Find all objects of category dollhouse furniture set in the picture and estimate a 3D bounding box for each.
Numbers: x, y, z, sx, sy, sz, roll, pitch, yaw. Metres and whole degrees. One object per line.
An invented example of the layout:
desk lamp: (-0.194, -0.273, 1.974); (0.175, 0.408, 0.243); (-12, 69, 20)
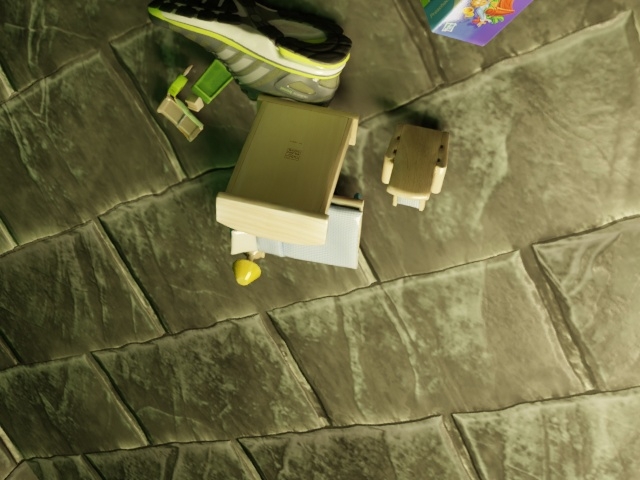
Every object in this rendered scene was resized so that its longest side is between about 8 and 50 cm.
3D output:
dollhouse furniture set: (-0.183, -0.213, 1.396); (0.076, 0.058, 0.151); (41, 154, -9)
dollhouse furniture set: (0.000, 0.000, 1.274); (0.286, 0.198, 0.303); (12, 140, 6)

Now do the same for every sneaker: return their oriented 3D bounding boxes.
sneaker: (-0.105, -0.253, 1.261); (0.300, 0.111, 0.121); (26, 136, 18)

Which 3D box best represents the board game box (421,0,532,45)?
board game box: (0.207, -0.387, 0.888); (0.347, 0.078, 0.233); (-42, 54, 44)
